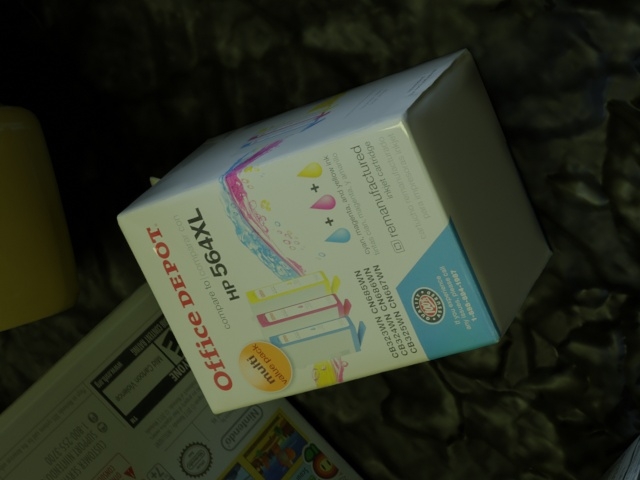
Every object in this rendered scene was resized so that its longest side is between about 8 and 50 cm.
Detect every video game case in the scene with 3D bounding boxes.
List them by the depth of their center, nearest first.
[{"bbox_3d":[-0.058,0.146,0.607,0.206,0.227,0.026,46,132,-2],"label":"video game case"}]

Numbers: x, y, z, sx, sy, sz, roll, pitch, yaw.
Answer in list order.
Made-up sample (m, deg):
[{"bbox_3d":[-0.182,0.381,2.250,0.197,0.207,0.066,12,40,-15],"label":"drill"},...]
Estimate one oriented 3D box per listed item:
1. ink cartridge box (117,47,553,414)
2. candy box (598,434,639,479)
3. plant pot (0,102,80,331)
[{"bbox_3d":[0.000,0.000,0.598,0.143,0.090,0.092,-18,105,27],"label":"ink cartridge box"},{"bbox_3d":[0.140,0.216,0.637,0.183,0.087,0.316,37,120,4],"label":"candy box"},{"bbox_3d":[-0.241,-0.062,0.593,0.254,0.254,0.239,-11,94,25],"label":"plant pot"}]
